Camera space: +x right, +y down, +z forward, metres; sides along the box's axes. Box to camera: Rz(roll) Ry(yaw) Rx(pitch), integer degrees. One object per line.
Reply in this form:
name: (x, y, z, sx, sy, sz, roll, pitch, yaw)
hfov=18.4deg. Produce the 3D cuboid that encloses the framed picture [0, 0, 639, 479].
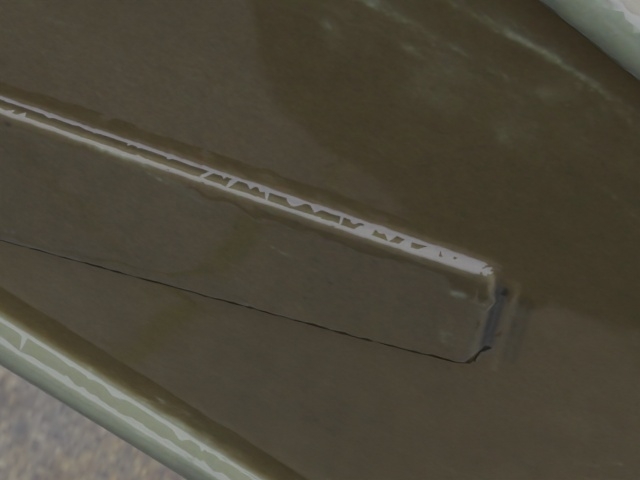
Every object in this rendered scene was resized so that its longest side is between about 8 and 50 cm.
framed picture: (0.000, 0.000, 0.576, 0.446, 0.326, 0.028, 35, 55, -22)
